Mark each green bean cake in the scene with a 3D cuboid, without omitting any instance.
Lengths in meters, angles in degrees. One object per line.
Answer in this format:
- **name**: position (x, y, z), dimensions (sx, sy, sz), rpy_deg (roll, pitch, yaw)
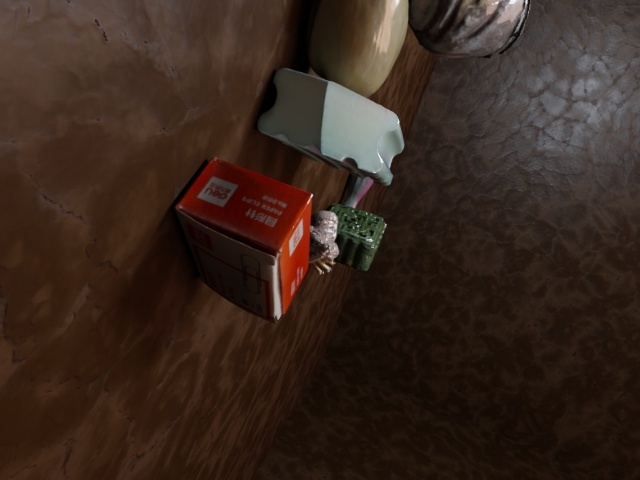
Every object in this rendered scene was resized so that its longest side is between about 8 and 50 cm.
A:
- **green bean cake**: position (0.078, -0.018, 1.307), dimensions (0.181, 0.173, 0.094), rpy_deg (-51, 159, -56)

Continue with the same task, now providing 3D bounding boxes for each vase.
- **vase**: position (0.118, -0.170, 1.480), dimensions (0.214, 0.086, 0.086), rpy_deg (-65, 171, 11)

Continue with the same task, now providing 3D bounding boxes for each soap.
- **soap**: position (0.034, -0.164, 0.755), dimensions (0.289, 0.172, 0.095), rpy_deg (-10, 120, -78)

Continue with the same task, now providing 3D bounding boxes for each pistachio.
- **pistachio**: position (0.053, -0.298, 0.671), dimensions (0.215, 0.143, 0.144), rpy_deg (103, 13, -44)

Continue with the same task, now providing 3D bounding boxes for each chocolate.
- **chocolate**: position (0.307, -0.558, 1.141), dimensions (0.213, 0.303, 0.303), rpy_deg (-21, 150, -19)

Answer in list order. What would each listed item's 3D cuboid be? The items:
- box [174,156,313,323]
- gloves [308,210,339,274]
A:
- **box**: position (-0.087, 0.006, 0.588), dimensions (0.099, 0.133, 0.182), rpy_deg (-60, 169, -29)
- **gloves**: position (-0.003, -0.001, 1.153), dimensions (0.110, 0.094, 0.144), rpy_deg (-45, -149, 41)
